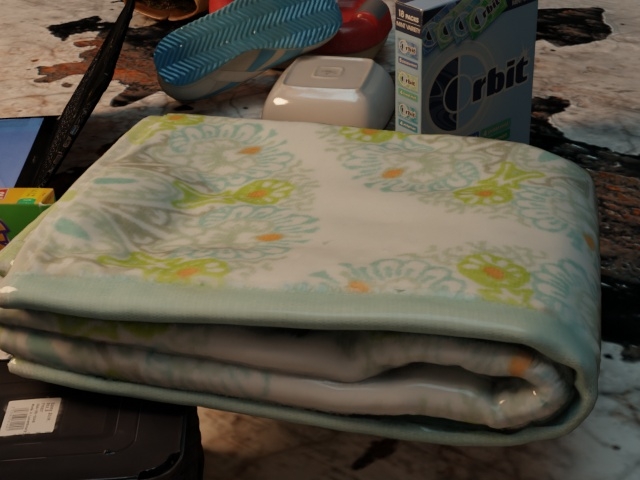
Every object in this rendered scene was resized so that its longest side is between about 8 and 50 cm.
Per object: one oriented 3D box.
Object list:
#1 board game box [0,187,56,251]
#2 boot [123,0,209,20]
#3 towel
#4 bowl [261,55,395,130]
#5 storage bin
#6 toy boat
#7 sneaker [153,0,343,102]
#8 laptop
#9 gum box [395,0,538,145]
[{"bbox_3d":[-0.305,0.018,0.811,0.259,0.124,0.039,2,31,9],"label":"board game box"},{"bbox_3d":[-0.126,-0.386,1.480,0.283,0.109,0.220,8,31,21],"label":"boot"},{"bbox_3d":[0.000,0.000,0.709,0.374,0.090,0.320,7,28,12],"label":"towel"},{"bbox_3d":[0.011,-0.165,1.159,0.142,0.053,0.142,6,33,13],"label":"bowl"},{"bbox_3d":[-0.167,0.139,0.637,0.180,0.084,0.122,-3,31,-1],"label":"storage bin"},{"bbox_3d":[-0.028,-0.303,1.294,0.231,0.151,0.151,7,32,16],"label":"toy boat"},{"bbox_3d":[-0.085,-0.231,1.206,0.228,0.087,0.092,-21,-8,-10],"label":"sneaker"},{"bbox_3d":[-0.320,-0.140,1.063,0.136,0.264,0.234,29,25,-19],"label":"laptop"},{"bbox_3d":[0.142,-0.157,1.004,0.157,0.184,0.041,-23,36,-31],"label":"gum box"}]
